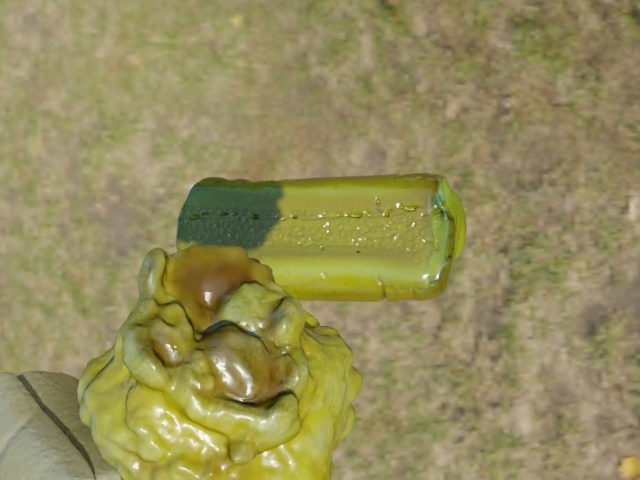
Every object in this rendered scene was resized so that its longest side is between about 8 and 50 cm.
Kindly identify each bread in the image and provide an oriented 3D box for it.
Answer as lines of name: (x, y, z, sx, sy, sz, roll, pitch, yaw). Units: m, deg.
bread: (0.000, 0.000, 1.881, 0.384, 0.112, 0.166, -1, 79, 14)
bread: (-0.208, 0.191, 1.129, 0.141, 0.148, 0.134, 42, 99, 39)

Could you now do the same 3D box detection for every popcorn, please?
popcorn: (-0.063, 0.101, 0.997, 0.197, 0.198, 0.155, 56, 130, 32)
